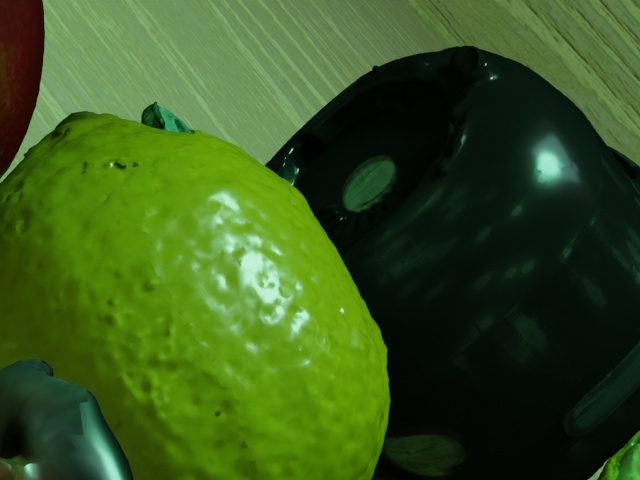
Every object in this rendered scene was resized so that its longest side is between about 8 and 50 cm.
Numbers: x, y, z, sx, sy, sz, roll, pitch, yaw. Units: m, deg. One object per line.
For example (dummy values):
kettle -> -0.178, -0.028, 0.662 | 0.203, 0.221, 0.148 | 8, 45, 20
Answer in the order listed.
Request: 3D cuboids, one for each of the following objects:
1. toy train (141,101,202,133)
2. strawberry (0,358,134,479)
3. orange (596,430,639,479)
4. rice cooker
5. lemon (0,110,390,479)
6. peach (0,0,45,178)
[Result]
toy train -> -0.062, 0.039, 0.892 | 0.159, 0.101, 0.248 | 52, 8, -41
strawberry -> -0.213, 0.063, 0.363 | 0.306, 0.138, 0.233 | 4, 17, -33
orange -> 0.266, 0.227, 1.170 | 0.179, 0.158, 0.237 | 28, 18, -16
rice cooker -> 0.085, 0.017, 1.042 | 0.224, 0.267, 0.267 | 46, 12, -31
lemon -> -0.063, 0.049, 0.687 | 0.193, 0.180, 0.180 | 43, 14, -10
peach -> -0.192, -0.071, 0.633 | 0.197, 0.197, 0.197 | 43, 14, -13
